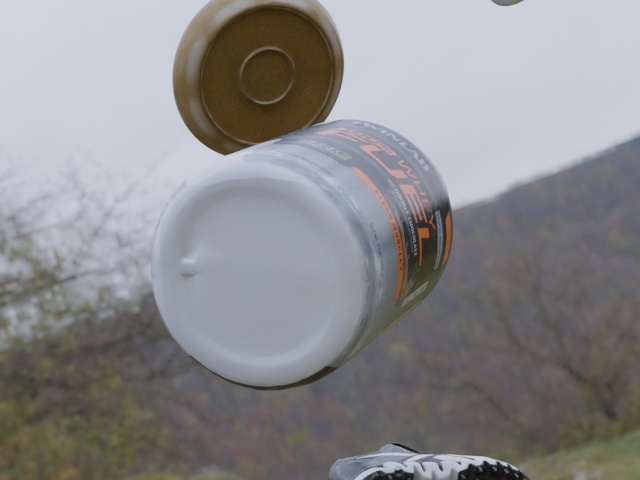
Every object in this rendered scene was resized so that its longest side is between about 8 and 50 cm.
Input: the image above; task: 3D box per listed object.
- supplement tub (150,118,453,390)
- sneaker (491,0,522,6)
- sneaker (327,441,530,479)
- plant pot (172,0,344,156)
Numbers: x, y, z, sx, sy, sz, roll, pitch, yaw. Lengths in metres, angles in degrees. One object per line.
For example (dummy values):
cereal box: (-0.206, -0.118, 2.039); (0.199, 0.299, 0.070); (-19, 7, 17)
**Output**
supplement tub: (0.000, 0.000, 1.473); (0.207, 0.207, 0.338); (-22, 3, 22)
sneaker: (0.168, -0.304, 1.028); (0.295, 0.147, 0.104); (-48, 27, 9)
sneaker: (0.108, 0.246, 1.637); (0.234, 0.078, 0.106); (5, 12, -32)
plant pot: (-0.072, -0.211, 2.043); (0.236, 0.236, 0.032); (-16, 25, -19)
